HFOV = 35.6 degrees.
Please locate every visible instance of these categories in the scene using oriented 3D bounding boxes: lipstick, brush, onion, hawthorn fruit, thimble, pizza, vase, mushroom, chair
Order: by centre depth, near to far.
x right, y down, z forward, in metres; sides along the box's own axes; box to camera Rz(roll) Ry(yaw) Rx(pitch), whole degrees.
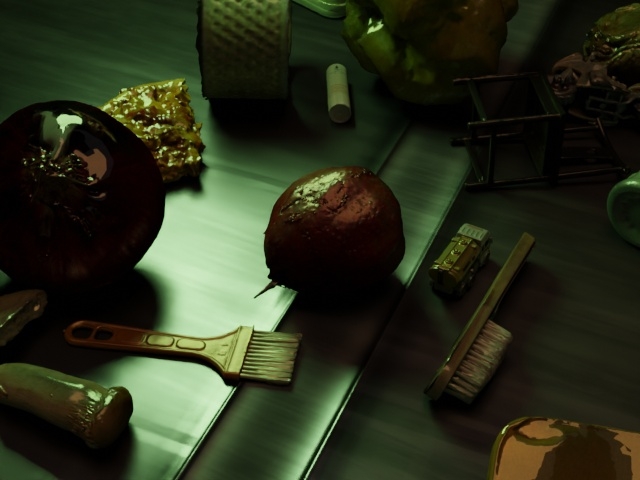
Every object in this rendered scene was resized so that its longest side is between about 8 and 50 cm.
[{"bbox_3d":[-0.320,0.186,1.196,0.209,0.071,0.084,15,37,23],"label":"mushroom"},{"bbox_3d":[-0.184,0.134,1.293,0.314,0.017,0.090,6,41,9],"label":"brush"},{"bbox_3d":[0.230,0.099,1.299,0.065,0.070,0.327,32,45,8],"label":"brush"},{"bbox_3d":[0.000,0.000,1.333,0.235,0.181,0.181,-33,49,-20],"label":"hawthorn fruit"},{"bbox_3d":[-0.345,-0.054,1.392,0.272,0.285,0.273,0,81,2],"label":"onion"},{"bbox_3d":[0.554,-0.105,1.481,0.143,0.143,0.298,32,53,33],"label":"vase"},{"bbox_3d":[0.345,-0.175,1.564,0.260,0.141,0.155,-6,41,-2],"label":"chair"},{"bbox_3d":[-0.280,-0.166,1.597,0.226,0.086,0.335,18,42,22],"label":"pizza"},{"bbox_3d":[-0.124,-0.369,1.698,0.149,0.271,0.271,2,40,-1],"label":"thimble"},{"bbox_3d":[0.031,-0.258,1.735,0.040,0.040,0.141,-2,39,-1],"label":"lipstick"}]

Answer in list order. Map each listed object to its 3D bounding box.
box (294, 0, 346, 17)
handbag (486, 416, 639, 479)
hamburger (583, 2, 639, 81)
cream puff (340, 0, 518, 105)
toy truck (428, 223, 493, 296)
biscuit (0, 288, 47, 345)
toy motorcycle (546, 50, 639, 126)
[{"bbox_3d":[0.098,-0.673,1.993,0.352,0.344,0.177,-32,52,-32],"label":"box"},{"bbox_3d":[0.342,0.340,0.938,0.400,0.133,0.283,11,52,8],"label":"handbag"},{"bbox_3d":[0.577,-0.344,1.786,0.206,0.130,0.183,-6,29,16],"label":"hamburger"},{"bbox_3d":[0.143,-0.413,1.662,0.275,0.378,0.378,0,37,-24],"label":"cream puff"},{"bbox_3d":[0.194,0.026,1.379,0.052,0.063,0.123,20,45,24],"label":"toy truck"},{"bbox_3d":[-0.462,0.138,1.255,0.133,0.032,0.250,0,34,28],"label":"biscuit"},{"bbox_3d":[0.482,-0.258,1.693,0.229,0.094,0.130,13,40,8],"label":"toy motorcycle"}]
